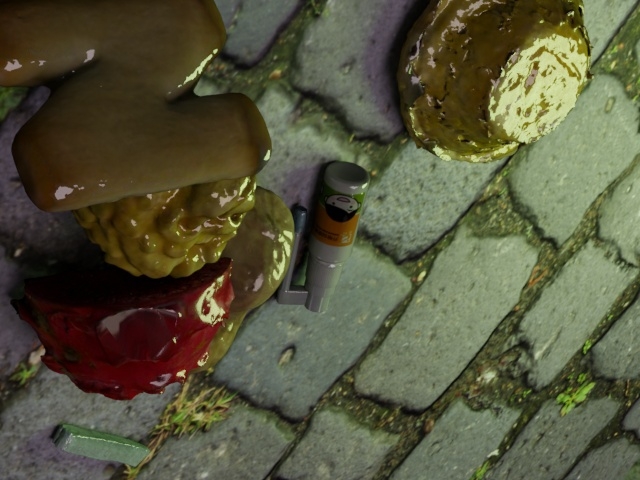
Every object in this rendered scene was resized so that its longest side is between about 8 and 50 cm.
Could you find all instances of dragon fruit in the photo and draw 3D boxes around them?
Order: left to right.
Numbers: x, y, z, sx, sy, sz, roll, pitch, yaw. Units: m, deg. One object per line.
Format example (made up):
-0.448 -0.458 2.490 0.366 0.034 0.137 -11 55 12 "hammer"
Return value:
-0.224 0.102 1.784 0.261 0.163 0.189 -4 172 -6 "dragon fruit"

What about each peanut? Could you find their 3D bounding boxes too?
-0.123 0.051 1.915 0.122 0.137 0.253 29 102 -33 "peanut"

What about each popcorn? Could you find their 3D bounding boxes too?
-0.169 -0.061 1.705 0.200 0.203 0.226 -18 117 -62 "popcorn"

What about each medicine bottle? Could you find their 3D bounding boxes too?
0.000 0.000 2.064 0.092 0.061 0.221 2 126 -17 "medicine bottle"

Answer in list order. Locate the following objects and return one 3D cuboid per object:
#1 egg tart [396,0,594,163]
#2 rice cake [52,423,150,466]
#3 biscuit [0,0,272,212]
0.247 -0.229 2.031 0.341 0.132 0.341 -25 137 -26 "egg tart"
-0.288 0.272 2.046 0.171 0.029 0.033 24 99 -54 "rice cake"
-0.199 -0.156 1.581 0.290 0.237 0.062 -12 163 -35 "biscuit"
